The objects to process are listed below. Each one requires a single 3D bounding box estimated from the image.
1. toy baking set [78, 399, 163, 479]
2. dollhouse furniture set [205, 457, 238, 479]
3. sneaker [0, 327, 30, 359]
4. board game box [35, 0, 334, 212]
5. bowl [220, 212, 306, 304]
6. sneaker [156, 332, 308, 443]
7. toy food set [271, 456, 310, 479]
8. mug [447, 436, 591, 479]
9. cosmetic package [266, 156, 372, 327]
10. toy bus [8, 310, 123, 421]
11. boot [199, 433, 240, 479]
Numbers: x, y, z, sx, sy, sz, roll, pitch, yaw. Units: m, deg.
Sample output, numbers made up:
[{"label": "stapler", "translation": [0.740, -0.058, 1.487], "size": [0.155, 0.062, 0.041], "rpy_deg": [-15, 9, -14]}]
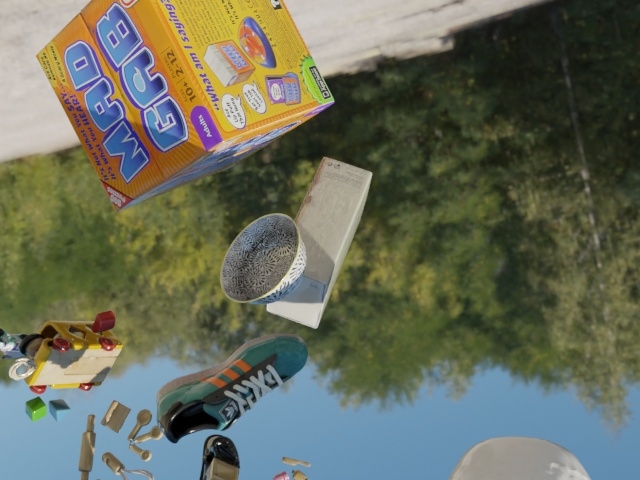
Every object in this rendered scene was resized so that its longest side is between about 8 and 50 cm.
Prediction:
[{"label": "toy baking set", "translation": [-0.433, 0.465, 1.953], "size": [0.196, 0.256, 0.030], "rpy_deg": [-5, 156, 22]}, {"label": "dollhouse furniture set", "translation": [-0.103, 0.417, 1.273], "size": [0.160, 0.101, 0.182], "rpy_deg": [27, -169, -10]}, {"label": "sneaker", "translation": [-0.585, 0.196, 1.689], "size": [0.098, 0.038, 0.069], "rpy_deg": [19, 132, -22]}, {"label": "board game box", "translation": [-0.268, -0.324, 1.840], "size": [0.356, 0.357, 0.356], "rpy_deg": [-26, -178, 40]}, {"label": "bowl", "translation": [-0.079, 0.046, 1.545], "size": [0.170, 0.170, 0.080], "rpy_deg": [-10, 145, 38]}, {"label": "sneaker", "translation": [-0.153, 0.276, 1.653], "size": [0.302, 0.108, 0.121], "rpy_deg": [-26, -147, 3]}, {"label": "toy food set", "translation": [-0.060, 0.479, 1.747], "size": [0.077, 0.122, 0.019], "rpy_deg": [14, 154, 1]}, {"label": "mug", "translation": [0.237, 0.464, 1.312], "size": [0.374, 0.276, 0.328], "rpy_deg": [-2, -127, 15]}, {"label": "cosmetic package", "translation": [0.000, 0.000, 1.842], "size": [0.113, 0.160, 0.309], "rpy_deg": [19, -129, 6]}, {"label": "toy bus", "translation": [-0.435, 0.185, 1.528], "size": [0.191, 0.202, 0.104], "rpy_deg": [-35, -124, -25]}, {"label": "boot", "translation": [-0.258, 0.612, 2.309], "size": [0.094, 0.247, 0.207], "rpy_deg": [2, 172, -11]}]
